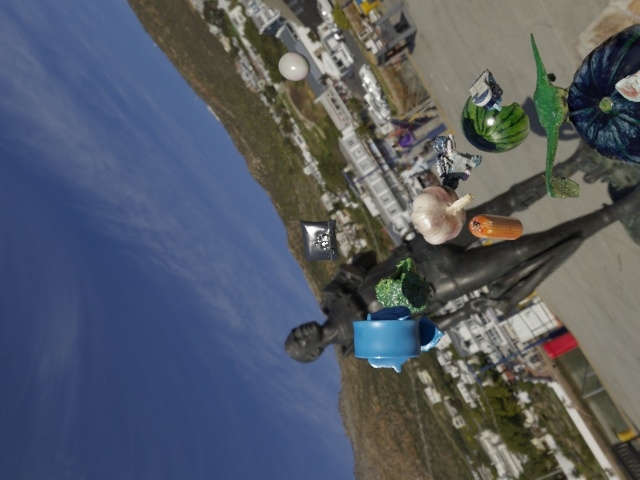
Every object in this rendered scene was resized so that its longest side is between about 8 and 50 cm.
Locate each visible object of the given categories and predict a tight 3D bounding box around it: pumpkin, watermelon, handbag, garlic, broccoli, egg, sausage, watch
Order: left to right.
[{"bbox_3d":[-0.098,-0.661,1.783,0.135,0.103,0.103,23,171,34],"label":"egg"},{"bbox_3d":[0.000,0.000,2.642,0.088,0.211,0.254,-57,-38,-65],"label":"handbag"},{"bbox_3d":[0.274,0.349,1.658,0.274,0.305,0.241,22,-118,-66],"label":"watch"},{"bbox_3d":[0.379,0.211,2.132,0.294,0.265,0.245,110,172,-52],"label":"broccoli"},{"bbox_3d":[0.508,-0.124,1.868,0.245,0.253,0.244,11,-109,-32],"label":"garlic"},{"bbox_3d":[0.787,-0.523,2.210,0.331,0.189,0.330,44,165,15],"label":"watermelon"},{"bbox_3d":[0.657,-0.052,1.780,0.312,0.093,0.093,2,-126,-42],"label":"sausage"},{"bbox_3d":[0.672,-0.339,1.012,0.061,0.085,0.085,11,-139,-31],"label":"watermelon"},{"bbox_3d":[0.851,-0.382,1.249,0.363,0.266,0.363,56,160,33],"label":"pumpkin"}]

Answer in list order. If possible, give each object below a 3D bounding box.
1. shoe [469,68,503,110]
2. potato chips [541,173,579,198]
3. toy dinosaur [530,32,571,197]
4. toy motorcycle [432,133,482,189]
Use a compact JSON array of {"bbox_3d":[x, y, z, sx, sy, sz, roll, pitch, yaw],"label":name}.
[{"bbox_3d":[0.613,-0.548,1.723,0.106,0.091,0.207,25,-134,-18],"label":"shoe"},{"bbox_3d":[0.775,-0.175,1.521,0.142,0.026,0.209,32,-178,9],"label":"potato chips"},{"bbox_3d":[0.654,-0.375,1.391,0.447,0.301,0.087,59,156,-3],"label":"toy dinosaur"},{"bbox_3d":[0.593,-0.348,2.011,0.108,0.204,0.239,-122,14,-58],"label":"toy motorcycle"}]
